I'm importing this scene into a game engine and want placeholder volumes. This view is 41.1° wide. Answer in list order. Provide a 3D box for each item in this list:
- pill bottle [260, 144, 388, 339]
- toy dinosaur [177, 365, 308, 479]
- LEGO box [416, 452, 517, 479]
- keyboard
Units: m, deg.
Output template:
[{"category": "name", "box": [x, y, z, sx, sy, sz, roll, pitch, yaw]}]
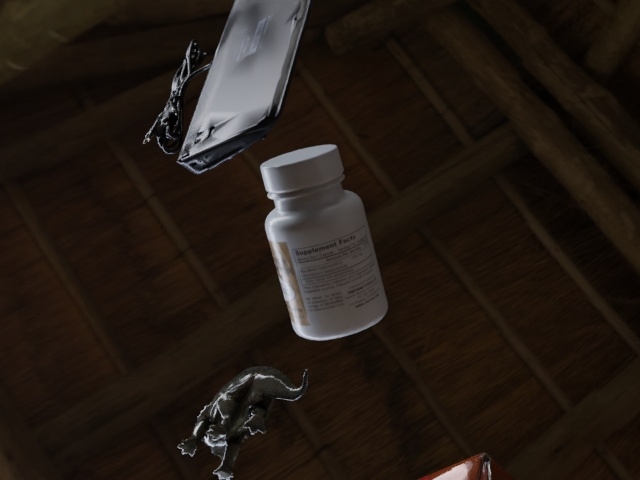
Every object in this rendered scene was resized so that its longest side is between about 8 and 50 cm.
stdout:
[{"category": "pill bottle", "box": [0.000, 0.000, 1.102, 0.131, 0.131, 0.229, -7, -74, 27]}, {"category": "toy dinosaur", "box": [-0.125, 0.257, 1.309, 0.121, 0.160, 0.314, 28, -57, -9]}, {"category": "LEGO box", "box": [0.165, 0.468, 0.823, 0.372, 0.193, 0.500, -33, -63, 31]}, {"category": "keyboard", "box": [-0.089, -0.192, 0.907, 0.201, 0.033, 0.317, -18, -137, 33]}]
